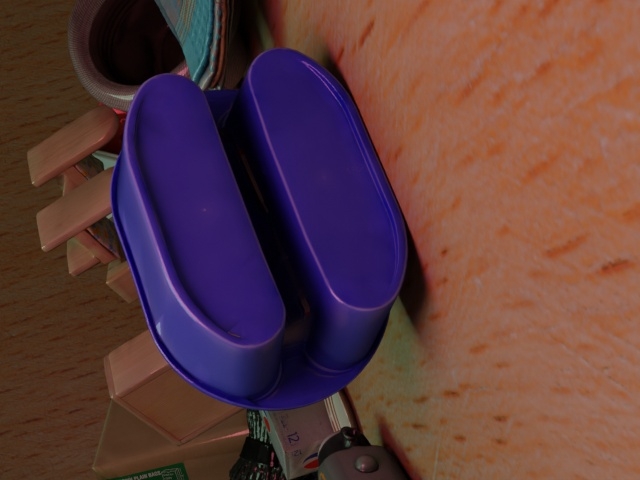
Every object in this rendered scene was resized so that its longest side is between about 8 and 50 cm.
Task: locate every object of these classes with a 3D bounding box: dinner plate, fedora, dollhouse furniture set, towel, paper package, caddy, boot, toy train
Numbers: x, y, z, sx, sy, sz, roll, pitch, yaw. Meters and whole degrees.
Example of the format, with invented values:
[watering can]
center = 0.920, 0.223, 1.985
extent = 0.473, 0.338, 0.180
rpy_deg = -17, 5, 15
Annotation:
[dinner plate]
center = 0.031, 0.250, 1.511
extent = 0.141, 0.017, 0.141
rpy_deg = 161, 90, -78
[fedora]
center = -0.191, -0.260, 1.396
extent = 0.275, 0.244, 0.124
rpy_deg = 39, 179, 39
[dollhouse furniture set]
center = -0.169, 0.033, 1.468
extent = 0.362, 0.256, 0.394
rpy_deg = 50, -166, -46
[towel]
center = -0.143, -0.381, 1.157
extent = 0.370, 0.040, 0.271
rpy_deg = 103, 149, -45
[paper package]
center = -0.255, 0.393, 2.126
extent = 0.309, 0.324, 0.168
rpy_deg = -94, -12, -68
[caddy]
center = -0.063, -0.012, 1.017
extent = 0.179, 0.241, 0.341
rpy_deg = 112, 140, -65
[boot]
center = -0.120, 0.396, 1.852
extent = 0.348, 0.131, 0.260
rpy_deg = -18, 69, 53
[toy train]
center = 0.073, 0.357, 1.222
extent = 0.334, 0.142, 0.190
rpy_deg = -125, 32, -60

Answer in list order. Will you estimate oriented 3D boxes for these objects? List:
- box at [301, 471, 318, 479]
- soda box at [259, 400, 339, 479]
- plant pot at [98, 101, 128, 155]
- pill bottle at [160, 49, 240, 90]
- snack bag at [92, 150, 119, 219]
[box]
center = 0.001, 0.528, 1.941
extent = 0.293, 0.073, 0.296
rpy_deg = -130, 25, -65
[soda box]
center = -0.057, 0.226, 1.687
extent = 0.091, 0.098, 0.286
rpy_deg = 89, 160, -48
[plant pot]
center = -0.256, -0.197, 1.717
extent = 0.191, 0.174, 0.191
rpy_deg = -173, 90, -85
[pill bottle]
center = -0.160, -0.173, 1.527
extent = 0.117, 0.117, 0.215
rpy_deg = 134, 117, -77
[snack bag]
center = -0.254, -0.045, 1.741
extent = 0.323, 0.342, 0.037
rpy_deg = 93, -167, -63
